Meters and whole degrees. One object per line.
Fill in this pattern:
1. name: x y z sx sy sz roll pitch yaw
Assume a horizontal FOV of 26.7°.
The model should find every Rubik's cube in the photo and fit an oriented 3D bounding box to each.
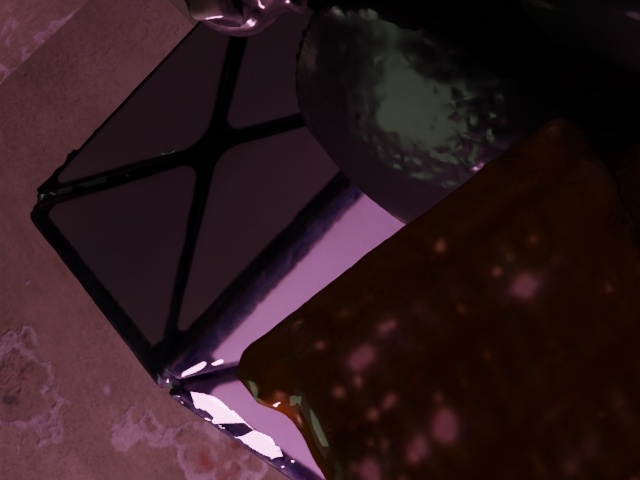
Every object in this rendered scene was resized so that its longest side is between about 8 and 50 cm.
1. Rubik's cube: 0.000 0.000 1.114 0.305 0.310 0.307 43 -178 -42

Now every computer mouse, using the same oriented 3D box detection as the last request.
1. computer mouse: 0.080 -0.030 0.655 0.168 0.087 0.295 20 169 21

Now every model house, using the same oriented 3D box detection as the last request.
1. model house: 0.108 0.052 0.454 0.229 0.199 0.220 53 -170 -40

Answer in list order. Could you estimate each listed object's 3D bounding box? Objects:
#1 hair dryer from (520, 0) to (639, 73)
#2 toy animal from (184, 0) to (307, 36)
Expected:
1. hair dryer: 0.156 -0.014 0.350 0.248 0.070 0.114 43 -179 -18
2. toy animal: -0.119 -0.273 0.828 0.343 0.106 0.168 53 -172 15
